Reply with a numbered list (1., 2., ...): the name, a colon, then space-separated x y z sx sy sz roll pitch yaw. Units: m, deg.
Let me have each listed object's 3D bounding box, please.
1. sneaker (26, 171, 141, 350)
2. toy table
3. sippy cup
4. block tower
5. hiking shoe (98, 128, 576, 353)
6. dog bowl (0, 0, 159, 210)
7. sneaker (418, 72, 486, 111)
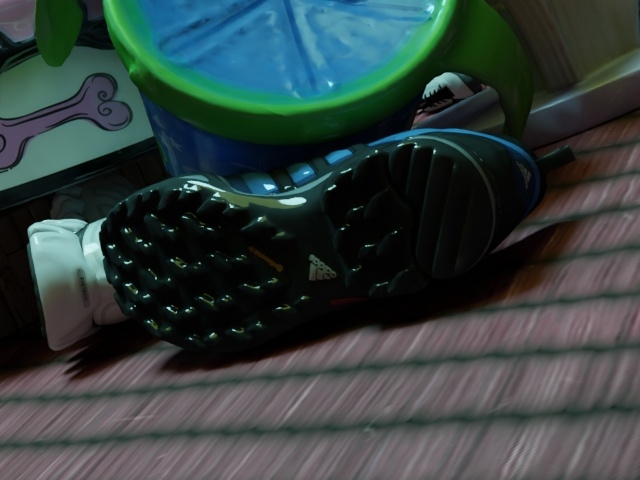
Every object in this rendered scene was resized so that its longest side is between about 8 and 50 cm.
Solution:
1. sneaker: -0.145 0.008 1.374 0.118 0.110 0.292 -11 14 -1
2. toy table: 0.164 -0.169 1.352 0.274 0.161 0.252 -22 12 7
3. sippy cup: -0.027 -0.115 1.253 0.240 0.305 0.224 -33 -25 -20
4. block tower: -0.212 -0.005 1.550 0.335 0.097 0.091 -28 12 -23
5. hiking shoe: 0.000 0.000 1.121 0.304 0.113 0.132 -7 6 37
6. dog bowl: -0.268 -0.122 1.496 0.408 0.150 0.408 -18 11 4
7. sneaker: 0.108 -0.131 1.610 0.044 0.040 0.109 -46 14 -17
